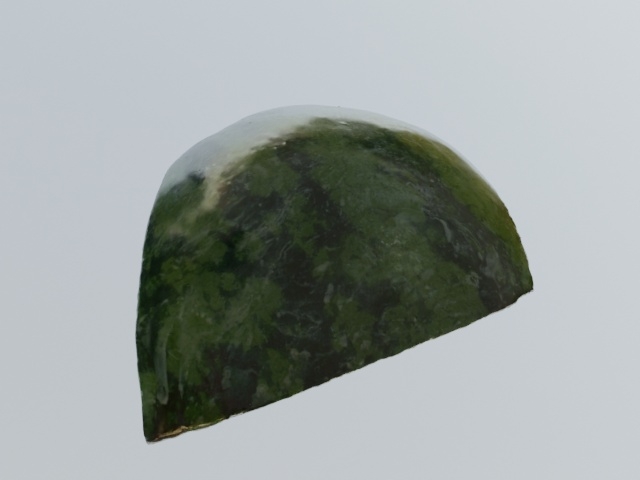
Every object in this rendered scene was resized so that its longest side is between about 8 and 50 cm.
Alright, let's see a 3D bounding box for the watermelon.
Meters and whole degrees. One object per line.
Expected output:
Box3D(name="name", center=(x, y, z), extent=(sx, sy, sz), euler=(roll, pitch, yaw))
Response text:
Box3D(name="watermelon", center=(0.000, 0.000, 0.710), extent=(0.256, 0.176, 0.260), euler=(-4, -109, -11))
